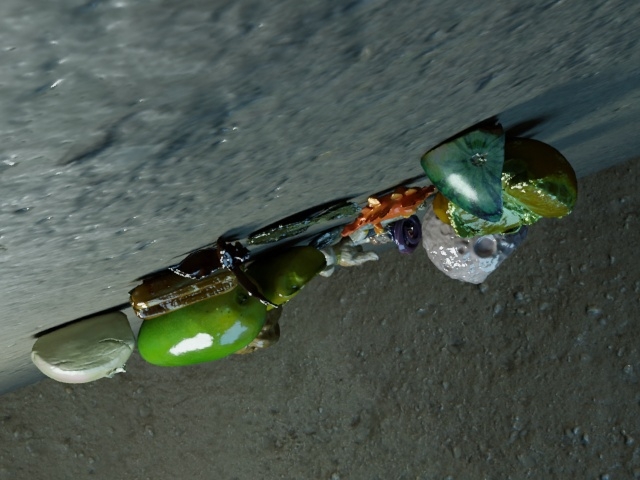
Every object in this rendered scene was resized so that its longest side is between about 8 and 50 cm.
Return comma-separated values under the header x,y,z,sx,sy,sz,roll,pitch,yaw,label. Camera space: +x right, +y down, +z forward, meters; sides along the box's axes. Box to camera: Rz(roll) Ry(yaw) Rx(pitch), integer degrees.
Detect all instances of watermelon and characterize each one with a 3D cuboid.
x,y,z,sx,sy,sz,roll,pitch,yaw,label
0.248,-0.092,1.252,0.128,0.146,0.231,-21,177,4,watermelon

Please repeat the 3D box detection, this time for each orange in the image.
x,y,z,sx,sy,sz,roll,pitch,yaw,label
0.344,-0.104,1.404,0.179,0.158,0.237,23,146,-35,orange

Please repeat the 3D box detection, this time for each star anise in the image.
x,y,z,sx,sy,sz,roll,pitch,yaw,label
-0.159,0.066,1.376,0.141,0.144,0.158,-14,-178,44,star anise

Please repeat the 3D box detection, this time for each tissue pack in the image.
x,y,z,sx,sy,sz,roll,pitch,yaw,label
0.115,-0.032,1.871,0.083,0.042,0.062,-20,156,-32,tissue pack

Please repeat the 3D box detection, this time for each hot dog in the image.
x,y,z,sx,sy,sz,roll,pitch,yaw,label
-0.263,0.084,1.534,0.250,0.076,0.104,-22,157,-29,hot dog

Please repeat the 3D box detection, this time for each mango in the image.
x,y,z,sx,sy,sz,roll,pitch,yaw,label
-0.283,0.193,1.806,0.382,0.201,0.225,-30,179,32,mango

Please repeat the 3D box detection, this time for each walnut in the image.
x,y,z,sx,sy,sz,roll,pitch,yaw,label
-0.216,0.212,2.223,0.224,0.257,0.257,-56,163,16,walnut

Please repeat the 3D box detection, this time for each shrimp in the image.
x,y,z,sx,sy,sz,roll,pitch,yaw,label
0.000,0.000,1.892,0.091,0.034,0.161,-11,162,-45,shrimp

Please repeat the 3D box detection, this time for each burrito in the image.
x,y,z,sx,sy,sz,roll,pitch,yaw,label
0.156,-0.062,1.768,0.188,0.045,0.058,-19,168,0,burrito

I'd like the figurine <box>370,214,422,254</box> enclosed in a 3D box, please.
x,y,z,sx,sy,sz,roll,pitch,yaw,label
0.193,-0.031,1.989,0.126,0.114,0.157,29,173,-36,figurine

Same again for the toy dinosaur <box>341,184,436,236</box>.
x,y,z,sx,sy,sz,roll,pitch,yaw,label
0.159,-0.077,1.533,0.288,0.070,0.117,-27,172,19,toy dinosaur

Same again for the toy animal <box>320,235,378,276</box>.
x,y,z,sx,sy,sz,roll,pitch,yaw,label
0.040,0.043,2.127,0.185,0.104,0.184,-24,-177,-18,toy animal

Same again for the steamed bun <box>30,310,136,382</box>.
x,y,z,sx,sy,sz,roll,pitch,yaw,label
-0.549,0.265,1.811,0.239,0.152,0.170,-21,174,-23,steamed bun

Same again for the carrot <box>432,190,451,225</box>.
x,y,z,sx,sy,sz,roll,pitch,yaw,label
0.351,-0.118,1.622,0.114,0.114,0.302,-17,170,-31,carrot

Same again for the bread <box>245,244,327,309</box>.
x,y,z,sx,sy,sz,roll,pitch,yaw,label
-0.123,0.099,1.924,0.166,0.112,0.383,-41,-174,-27,bread

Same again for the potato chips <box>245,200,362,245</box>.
x,y,z,sx,sy,sz,roll,pitch,yaw,label
-0.035,-0.029,1.472,0.220,0.029,0.202,-22,172,35,potato chips

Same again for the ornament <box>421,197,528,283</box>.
x,y,z,sx,sy,sz,roll,pitch,yaw,label
0.369,-0.031,1.875,0.259,0.225,0.259,-44,168,-12,ornament
